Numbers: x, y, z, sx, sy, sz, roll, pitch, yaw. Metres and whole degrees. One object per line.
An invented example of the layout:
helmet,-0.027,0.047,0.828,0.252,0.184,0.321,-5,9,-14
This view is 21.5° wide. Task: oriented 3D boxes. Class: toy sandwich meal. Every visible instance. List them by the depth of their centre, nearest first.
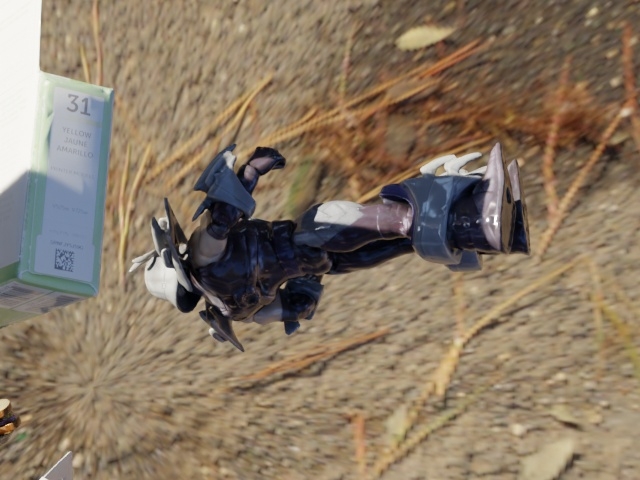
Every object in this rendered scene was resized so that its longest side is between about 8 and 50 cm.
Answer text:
toy sandwich meal,-0.280,0.152,1.340,0.085,0.085,0.029,-14,96,-9

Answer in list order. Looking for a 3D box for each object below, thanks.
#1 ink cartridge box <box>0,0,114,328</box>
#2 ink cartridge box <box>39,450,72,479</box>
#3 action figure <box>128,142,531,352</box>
ink cartridge box,-0.180,-0.072,0.989,0.056,0.171,0.235,13,72,-31
ink cartridge box,-0.120,0.133,0.703,0.028,0.048,0.083,31,54,16
action figure,0.000,0.000,1.183,0.285,0.185,0.099,-10,66,13
